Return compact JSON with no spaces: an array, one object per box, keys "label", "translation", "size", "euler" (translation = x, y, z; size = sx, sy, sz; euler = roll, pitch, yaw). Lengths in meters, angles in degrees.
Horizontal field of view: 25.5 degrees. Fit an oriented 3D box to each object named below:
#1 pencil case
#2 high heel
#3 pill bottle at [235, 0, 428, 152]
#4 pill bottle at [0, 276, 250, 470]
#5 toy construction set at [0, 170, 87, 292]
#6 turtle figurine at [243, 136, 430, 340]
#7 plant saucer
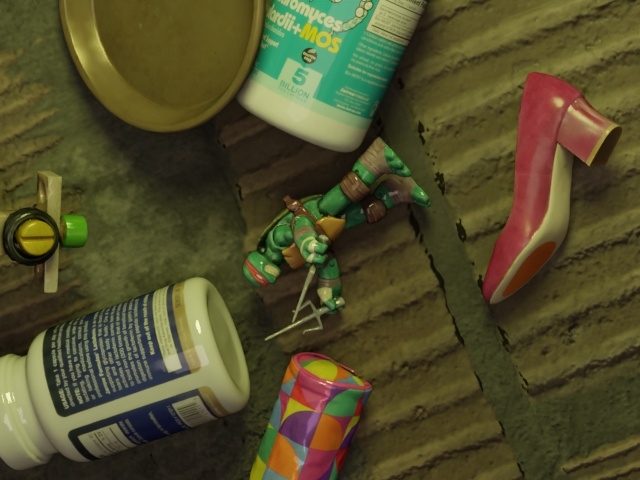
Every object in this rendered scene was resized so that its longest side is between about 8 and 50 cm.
[{"label":"pencil case","translation":[-0.022,0.242,1.559],"size":[0.104,0.104,0.236],"euler":[20,103,0]},{"label":"high heel","translation":[0.213,-0.054,1.509],"size":[0.117,0.082,0.244],"euler":[40,118,28]},{"label":"pill bottle","translation":[0.026,-0.234,1.437],"size":[0.146,0.146,0.264],"euler":[25,101,-1]},{"label":"pill bottle","translation":[-0.222,0.149,1.523],"size":[0.264,0.153,0.153],"euler":[-19,99,7]},{"label":"toy construction set","translation":[-0.380,-0.054,1.492],"size":[0.237,0.257,0.309],"euler":[-5,77,-21]},{"label":"turtle figurine","translation":[0.000,0.000,1.487],"size":[0.234,0.175,0.118],"euler":[-41,75,1]},{"label":"plant saucer","translation":[-0.158,-0.249,1.441],"size":[0.277,0.041,0.278],"euler":[8,104,35]}]
